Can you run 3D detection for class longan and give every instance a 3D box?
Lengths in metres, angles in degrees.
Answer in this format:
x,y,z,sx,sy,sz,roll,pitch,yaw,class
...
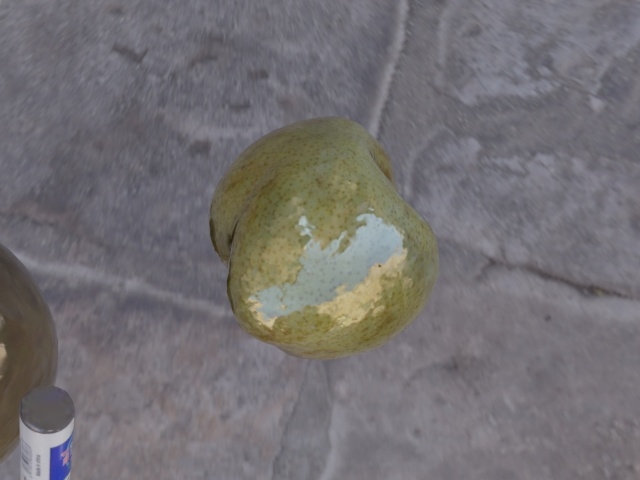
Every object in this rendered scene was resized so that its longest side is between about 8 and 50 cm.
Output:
x,y,z,sx,sy,sz,roll,pitch,yaw,class
-0.413,0.116,1.549,0.297,0.297,0.297,-1,104,-3,longan

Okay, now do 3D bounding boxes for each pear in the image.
x,y,z,sx,sy,sz,roll,pitch,yaw,class
0.000,0.000,1.021,0.136,0.167,0.167,-36,104,10,pear

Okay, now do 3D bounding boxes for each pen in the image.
x,y,z,sx,sy,sz,roll,pitch,yaw,class
-0.134,0.136,0.743,0.025,0.025,0.204,7,140,-5,pen

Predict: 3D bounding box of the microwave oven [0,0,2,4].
x,y,z,sx,sy,sz,roll,pitch,yaw,class
-0.186,-0.055,0.403,0.163,0.129,0.205,37,119,-16,microwave oven
